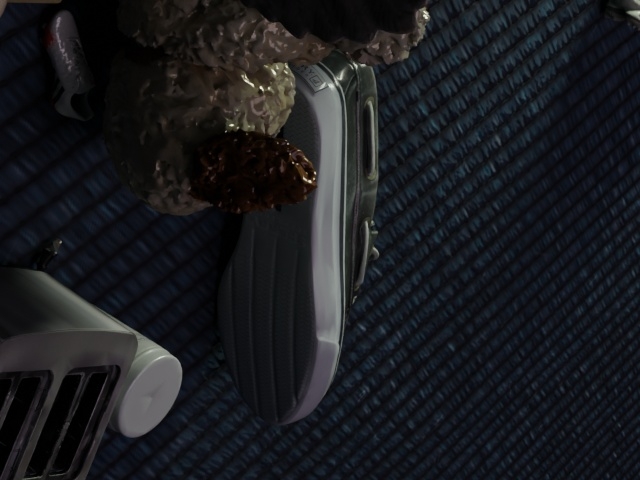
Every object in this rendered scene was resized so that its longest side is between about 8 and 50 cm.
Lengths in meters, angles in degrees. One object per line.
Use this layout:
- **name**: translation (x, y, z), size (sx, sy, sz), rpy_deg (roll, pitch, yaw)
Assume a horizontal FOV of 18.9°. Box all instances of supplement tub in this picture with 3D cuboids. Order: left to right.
- **supplement tub**: translation (-0.162, 0.090, 1.406), size (0.071, 0.107, 0.071), rpy_deg (-40, 146, -34)

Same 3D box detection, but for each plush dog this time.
- **plush dog**: translation (-0.075, -0.126, 1.270), size (0.211, 0.262, 0.225), rpy_deg (11, 97, -27)

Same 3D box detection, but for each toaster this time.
- **toaster**: translation (-0.228, 0.101, 1.307), size (0.168, 0.110, 0.185), rpy_deg (3, 114, -60)

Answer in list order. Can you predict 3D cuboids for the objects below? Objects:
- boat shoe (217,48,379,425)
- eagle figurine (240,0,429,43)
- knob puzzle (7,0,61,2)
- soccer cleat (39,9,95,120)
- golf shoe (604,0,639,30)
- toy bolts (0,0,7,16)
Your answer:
- **boat shoe**: translation (0.000, 0.000, 1.574), size (0.119, 0.121, 0.335), rpy_deg (-25, 134, -42)
- **eagle figurine**: translation (-0.014, -0.290, 1.054), size (0.225, 0.298, 0.226), rpy_deg (-24, 144, 16)
- **knob puzzle**: translation (-0.203, -0.235, 1.111), size (0.213, 0.030, 0.213), rpy_deg (-29, 134, -35)
- **soccer cleat**: translation (-0.166, -0.116, 1.283), size (0.029, 0.035, 0.083), rpy_deg (-36, 144, -38)
- **golf shoe**: translation (0.363, -0.270, 1.985), size (0.176, 0.069, 0.086), rpy_deg (-21, 127, -52)
- **toy bolts**: translation (-0.212, -0.211, 0.954), size (0.218, 0.158, 0.228), rpy_deg (-2, 116, -50)
